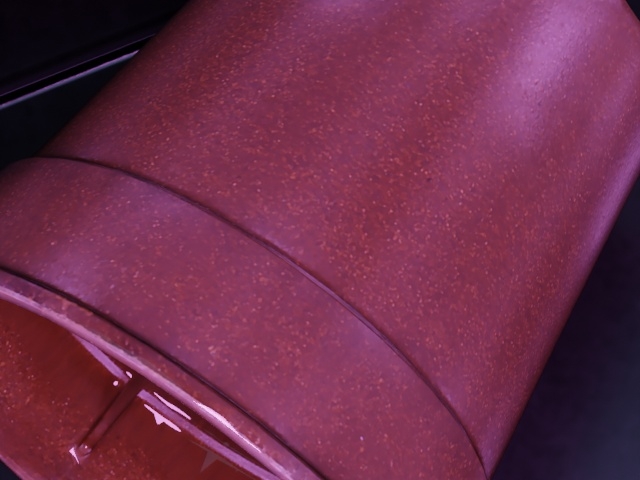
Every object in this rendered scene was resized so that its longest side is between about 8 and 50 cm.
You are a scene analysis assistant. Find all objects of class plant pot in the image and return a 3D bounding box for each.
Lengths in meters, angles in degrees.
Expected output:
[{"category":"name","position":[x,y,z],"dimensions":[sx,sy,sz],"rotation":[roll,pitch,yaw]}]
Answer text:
[{"category":"plant pot","position":[0.000,0.000,0.438],"dimensions":[0.167,0.167,0.165],"rotation":[26,65,23]}]
